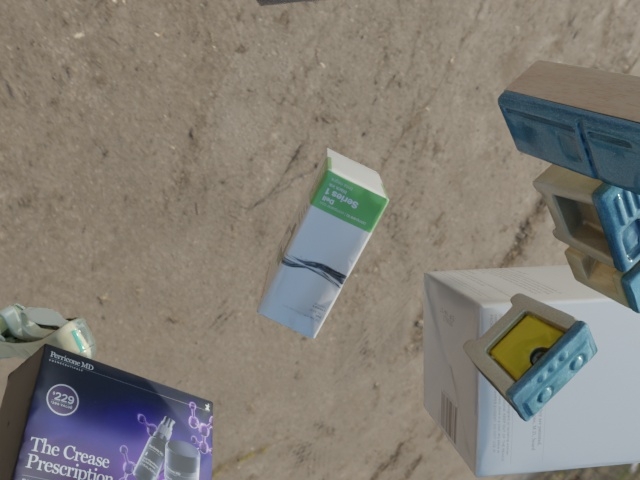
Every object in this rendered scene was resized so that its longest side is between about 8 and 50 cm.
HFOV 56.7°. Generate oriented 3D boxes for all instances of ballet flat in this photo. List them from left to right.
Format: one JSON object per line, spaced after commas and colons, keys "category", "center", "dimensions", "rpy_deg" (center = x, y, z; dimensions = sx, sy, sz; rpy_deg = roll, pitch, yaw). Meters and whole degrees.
{"category": "ballet flat", "center": [-0.420, 0.128, 0.852], "dimensions": [0.086, 0.248, 0.086], "rpy_deg": [-6, 96, -61]}

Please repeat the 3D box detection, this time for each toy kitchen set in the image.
{"category": "toy kitchen set", "center": [0.166, 0.018, 0.407], "dimensions": [0.166, 0.122, 0.207], "rpy_deg": [-42, 124, -6]}

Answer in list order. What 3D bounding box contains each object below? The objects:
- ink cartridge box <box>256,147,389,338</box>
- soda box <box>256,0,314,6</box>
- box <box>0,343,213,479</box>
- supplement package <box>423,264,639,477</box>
{"category": "ink cartridge box", "center": [0.000, 0.000, 0.824], "dimensions": [0.093, 0.160, 0.219], "rpy_deg": [25, 106, -8]}
{"category": "soda box", "center": [0.036, -0.183, 0.291], "dimensions": [0.083, 0.263, 0.092], "rpy_deg": [-47, 127, -15]}
{"category": "box", "center": [-0.269, 0.269, 0.756], "dimensions": [0.103, 0.184, 0.261], "rpy_deg": [-37, 131, 25]}
{"category": "supplement package", "center": [0.278, 0.126, 0.650], "dimensions": [0.293, 0.177, 0.175], "rpy_deg": [-2, 97, -7]}
